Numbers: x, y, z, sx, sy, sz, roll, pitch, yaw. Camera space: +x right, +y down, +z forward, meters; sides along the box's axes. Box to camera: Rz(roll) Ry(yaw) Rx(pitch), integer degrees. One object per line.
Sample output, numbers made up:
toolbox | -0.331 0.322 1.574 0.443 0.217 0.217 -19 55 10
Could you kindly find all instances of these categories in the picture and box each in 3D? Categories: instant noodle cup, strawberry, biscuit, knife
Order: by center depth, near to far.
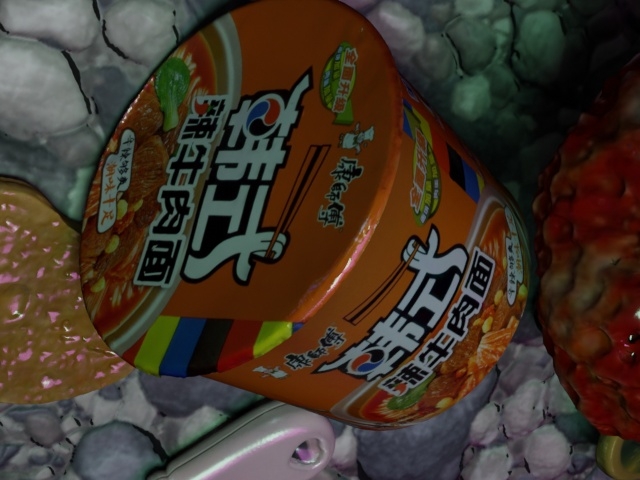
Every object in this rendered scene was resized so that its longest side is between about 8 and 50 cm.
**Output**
instant noodle cup | 0.000 0.000 1.015 0.250 0.250 0.192 -52 135 5
strawberry | 0.244 0.010 1.027 0.292 0.310 0.292 7 80 -45
biscuit | -0.206 0.036 1.043 0.220 0.029 0.142 36 94 -37
knife | -0.143 0.207 1.171 0.336 0.043 0.081 -25 131 -7

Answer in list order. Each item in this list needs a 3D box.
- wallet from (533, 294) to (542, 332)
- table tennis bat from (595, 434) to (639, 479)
wallet | 0.309 -0.016 1.279 0.318 0.045 0.172 -46 128 -1
table tennis bat | 0.343 0.076 1.309 0.321 0.050 0.198 -47 148 7
